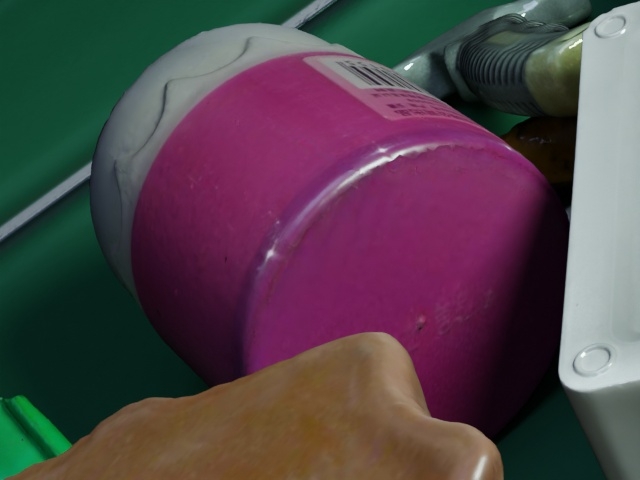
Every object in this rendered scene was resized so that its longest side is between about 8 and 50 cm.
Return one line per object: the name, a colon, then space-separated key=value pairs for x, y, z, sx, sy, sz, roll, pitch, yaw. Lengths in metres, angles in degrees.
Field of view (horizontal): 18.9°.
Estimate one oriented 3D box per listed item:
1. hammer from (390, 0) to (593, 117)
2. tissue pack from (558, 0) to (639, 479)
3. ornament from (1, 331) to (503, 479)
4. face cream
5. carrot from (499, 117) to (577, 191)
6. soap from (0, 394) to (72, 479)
hammer: x=0.103 y=-0.094 z=1.018 sx=0.159 sy=0.041 sz=0.226 roll=-32 pitch=14 yaw=-7
tissue pack: x=0.197 y=0.007 z=0.802 sx=0.159 sy=0.136 sz=0.246 roll=-14 pitch=39 yaw=23
ornament: x=-0.011 y=0.185 z=0.660 sx=0.221 sy=0.217 sz=0.235 roll=-2 pitch=44 yaw=35
face cream: x=0.000 y=0.000 z=0.920 sx=0.175 sy=0.175 sz=0.195 roll=-37 pitch=35 yaw=-10
carrot: x=0.216 y=-0.084 z=0.964 sx=0.314 sy=0.066 sz=0.066 roll=-18 pitch=37 yaw=18
soap: x=-0.190 y=0.213 z=0.866 sx=0.273 sy=0.098 sz=0.218 roll=-40 pitch=42 yaw=-10
